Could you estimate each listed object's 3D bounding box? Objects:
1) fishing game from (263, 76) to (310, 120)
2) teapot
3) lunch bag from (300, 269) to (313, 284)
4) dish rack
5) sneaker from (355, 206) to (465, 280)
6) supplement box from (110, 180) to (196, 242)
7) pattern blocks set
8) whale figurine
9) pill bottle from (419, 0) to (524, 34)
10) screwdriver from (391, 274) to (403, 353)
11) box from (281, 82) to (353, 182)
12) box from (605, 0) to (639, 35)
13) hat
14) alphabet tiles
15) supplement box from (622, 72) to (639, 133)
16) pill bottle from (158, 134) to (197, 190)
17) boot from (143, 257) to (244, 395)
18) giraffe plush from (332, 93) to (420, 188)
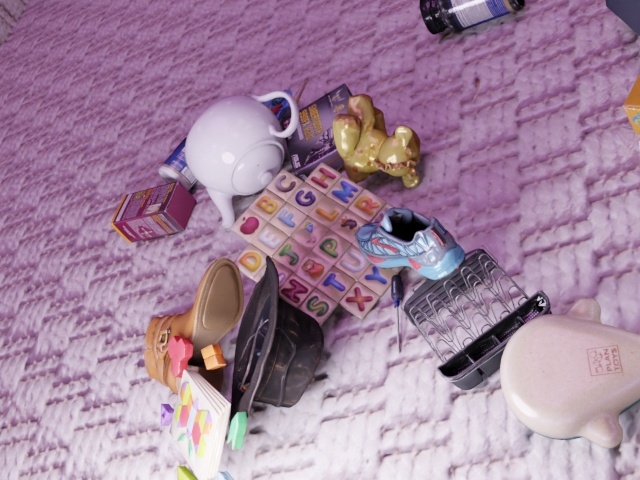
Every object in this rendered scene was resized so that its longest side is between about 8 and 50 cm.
[{"bbox_3d":[-0.147,-0.318,2.253,0.264,0.041,0.189,-20,33,41],"label":"fishing game"},{"bbox_3d":[-0.170,-0.199,2.061,0.253,0.256,0.187,-33,57,-21],"label":"teapot"},{"bbox_3d":[-0.040,0.088,1.779,0.098,0.067,0.065,-12,45,30],"label":"lunch bag"},{"bbox_3d":[0.249,0.114,1.514,0.208,0.074,0.271,-37,37,2],"label":"dish rack"},{"bbox_3d":[0.148,-0.018,1.622,0.104,0.125,0.262,-46,31,-22],"label":"sneaker"},{"bbox_3d":[-0.414,-0.069,2.231,0.188,0.081,0.104,-11,45,32],"label":"supplement box"},{"bbox_3d":[-0.217,0.319,1.588,0.325,0.026,0.285,10,94,58],"label":"pattern blocks set"},{"bbox_3d":[0.396,0.188,1.269,0.272,0.141,0.216,-14,63,19],"label":"whale figurine"},{"bbox_3d":[0.346,-0.555,2.069,0.219,0.123,0.122,-15,44,28],"label":"pill bottle"},{"bbox_3d":[0.136,0.133,1.629,0.025,0.024,0.169,4,51,5],"label":"screwdriver"},{"bbox_3d":[0.011,-0.245,2.083,0.183,0.056,0.231,-29,39,13],"label":"box"},{"bbox_3d":[0.678,-0.505,1.609,0.294,0.182,0.296,-14,26,9],"label":"box"},{"bbox_3d":[-0.068,0.195,1.606,0.331,0.134,0.331,-168,90,-80],"label":"hat"},{"bbox_3d":[0.000,0.000,1.761,0.343,0.011,0.285,33,73,25],"label":"alphabet tiles"},{"bbox_3d":[0.630,-0.297,1.616,0.078,0.080,0.233,10,57,45],"label":"supplement box"},{"bbox_3d":[-0.327,-0.212,2.293,0.094,0.094,0.169,17,63,47],"label":"pill bottle"},{"bbox_3d":[-0.260,0.168,1.797,0.220,0.109,0.283,6,92,51],"label":"boot"},{"bbox_3d":[0.131,-0.192,1.858,0.171,0.181,0.210,4,63,32],"label":"giraffe plush"}]
